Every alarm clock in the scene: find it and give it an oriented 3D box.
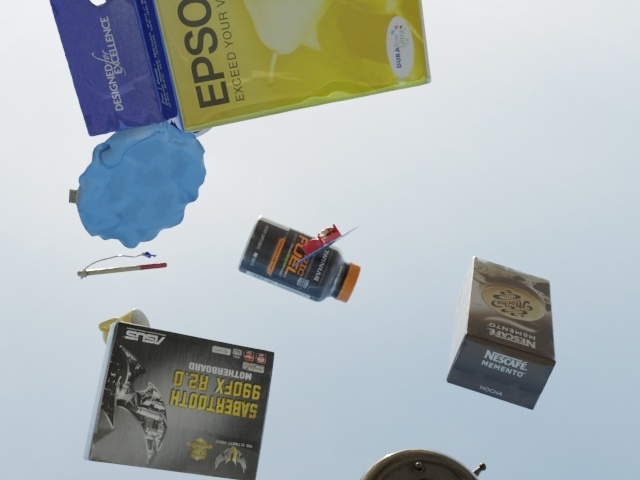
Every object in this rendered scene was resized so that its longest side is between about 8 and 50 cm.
[{"bbox_3d":[0.071,0.252,0.721,0.192,0.064,0.129,-5,-131,-7],"label":"alarm clock"}]

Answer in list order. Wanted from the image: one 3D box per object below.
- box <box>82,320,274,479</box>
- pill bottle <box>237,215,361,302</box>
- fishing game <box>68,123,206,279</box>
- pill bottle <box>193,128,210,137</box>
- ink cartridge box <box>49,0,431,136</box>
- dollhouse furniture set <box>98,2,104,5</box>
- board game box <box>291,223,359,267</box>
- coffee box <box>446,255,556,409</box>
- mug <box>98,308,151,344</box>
[{"bbox_3d":[-0.188,0.222,1.103,0.231,0.056,0.183,15,-108,-22],"label":"box"},{"bbox_3d":[-0.040,0.049,1.713,0.246,0.130,0.130,22,-132,-3],"label":"pill bottle"},{"bbox_3d":[-0.228,-0.073,1.019,0.189,0.264,0.041,-7,-145,-46],"label":"fishing game"},{"bbox_3d":[-0.247,-0.271,1.321,0.119,0.208,0.119,-7,-125,11],"label":"pill bottle"},{"bbox_3d":[-0.078,-0.250,0.658,0.307,0.303,0.072,-14,-156,-8],"label":"ink cartridge box"},{"bbox_3d":[-0.348,-0.353,1.603,0.135,0.259,0.262,-12,-143,7],"label":"dollhouse furniture set"},{"bbox_3d":[0.000,0.000,1.563,0.133,0.169,0.033,-30,-93,-14],"label":"board game box"},{"bbox_3d":[0.347,0.168,1.550,0.168,0.119,0.297,18,-151,4],"label":"coffee box"},{"bbox_3d":[-0.320,0.143,1.309,0.064,0.078,0.062,-19,-150,16],"label":"mug"}]
